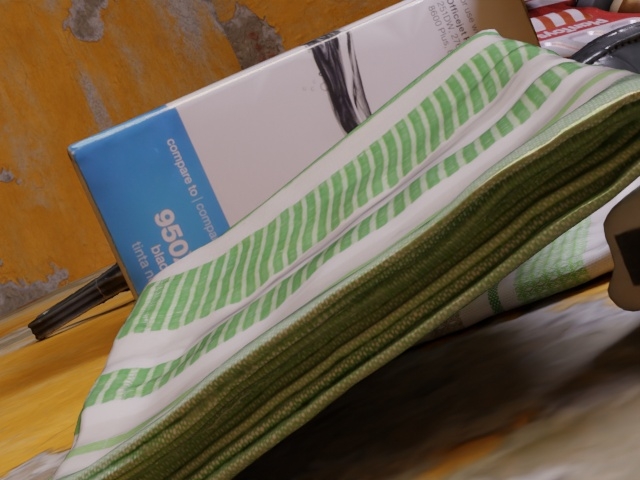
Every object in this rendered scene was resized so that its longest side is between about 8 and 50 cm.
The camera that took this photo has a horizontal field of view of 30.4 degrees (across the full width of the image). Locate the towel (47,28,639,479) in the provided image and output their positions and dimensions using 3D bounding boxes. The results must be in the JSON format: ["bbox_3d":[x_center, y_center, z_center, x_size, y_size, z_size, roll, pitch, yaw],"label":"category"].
[{"bbox_3d":[0.000,0.000,0.468,0.248,0.038,0.325,-37,8,9],"label":"towel"}]

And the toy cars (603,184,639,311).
[{"bbox_3d":[0.157,-0.034,0.197,0.176,0.087,0.394,-24,5,1],"label":"toy cars"}]

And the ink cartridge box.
[{"bbox_3d":[-0.012,-0.085,1.073,0.394,0.166,0.285,-25,5,-8],"label":"ink cartridge box"}]

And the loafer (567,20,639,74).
[{"bbox_3d":[0.145,-0.059,0.630,0.223,0.076,0.078,-31,12,-20],"label":"loafer"}]

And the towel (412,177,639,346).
[{"bbox_3d":[0.082,0.007,0.495,0.152,0.023,0.113,-23,4,17],"label":"towel"}]

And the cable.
[{"bbox_3d":[-0.222,0.056,1.373,0.287,0.072,0.139,-36,11,11],"label":"cable"}]

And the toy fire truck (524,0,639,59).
[{"bbox_3d":[0.284,-0.219,1.231,0.302,0.169,0.254,-16,27,-25],"label":"toy fire truck"}]
